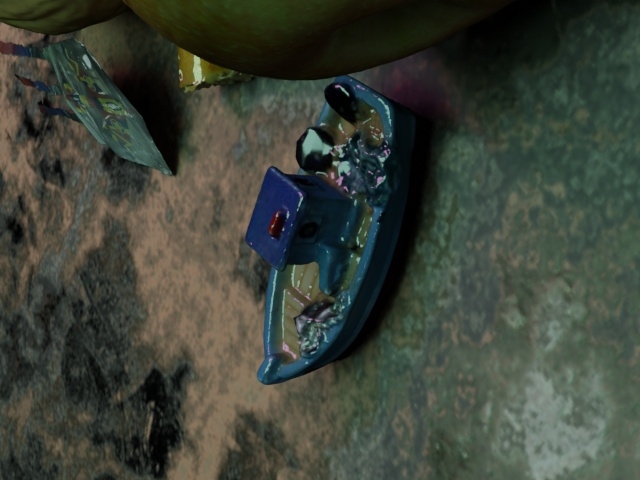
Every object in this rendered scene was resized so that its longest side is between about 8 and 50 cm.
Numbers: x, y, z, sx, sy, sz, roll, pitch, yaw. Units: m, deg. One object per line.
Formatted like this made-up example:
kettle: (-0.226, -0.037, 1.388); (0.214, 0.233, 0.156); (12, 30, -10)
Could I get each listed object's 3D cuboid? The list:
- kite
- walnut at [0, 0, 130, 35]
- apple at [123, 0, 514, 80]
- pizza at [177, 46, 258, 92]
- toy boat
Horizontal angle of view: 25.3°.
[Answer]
kite: (-0.212, -0.126, 1.215); (0.245, 0.015, 0.141); (23, 147, 54)
walnut: (-0.231, -0.276, 1.142); (0.261, 0.225, 0.225); (19, 105, 46)
apple: (-0.005, -0.233, 0.797); (0.319, 0.319, 0.277); (-27, 68, 47)
pizza: (-0.051, -0.214, 1.024); (0.188, 0.080, 0.204); (0, 90, 49)
toy boat: (0.000, 0.000, 0.957); (0.100, 0.097, 0.223); (38, 118, 45)
